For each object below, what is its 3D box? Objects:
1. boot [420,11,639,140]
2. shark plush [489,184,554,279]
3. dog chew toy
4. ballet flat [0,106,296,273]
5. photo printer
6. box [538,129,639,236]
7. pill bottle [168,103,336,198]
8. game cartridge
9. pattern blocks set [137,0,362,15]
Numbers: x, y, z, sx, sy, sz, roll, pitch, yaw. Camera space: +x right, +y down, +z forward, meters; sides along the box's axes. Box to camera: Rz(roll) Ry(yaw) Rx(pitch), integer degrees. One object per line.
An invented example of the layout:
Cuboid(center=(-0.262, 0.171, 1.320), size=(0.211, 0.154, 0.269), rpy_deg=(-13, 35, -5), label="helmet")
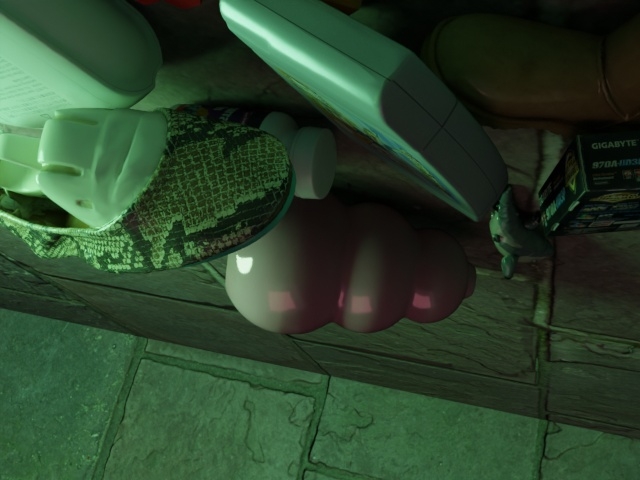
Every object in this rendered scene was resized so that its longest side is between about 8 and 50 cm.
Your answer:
Cuboid(center=(0.234, -0.154, 0.543), size=(0.236, 0.089, 0.269), rpy_deg=(8, 166, -22), label="boot")
Cuboid(center=(0.248, -0.025, 0.987), size=(0.067, 0.073, 0.161), rpy_deg=(-13, 130, 18), label="shark plush")
Cuboid(center=(0.043, 0.035, 1.057), size=(0.331, 0.207, 0.206), rpy_deg=(8, 161, -3), label="dog chew toy")
Cuboid(center=(-0.239, -0.058, 0.802), size=(0.182, 0.164, 0.482), rpy_deg=(33, 158, -36), label="ballet flat")
Cuboid(center=(-0.323, -0.214, 0.751), size=(0.256, 0.107, 0.307), rpy_deg=(-2, 156, 39), label="photo printer")
Cuboid(center=(0.317, -0.051, 0.685), size=(0.220, 0.051, 0.175), rpy_deg=(-5, 168, 5), label="box")
Cuboid(center=(-0.085, -0.097, 0.900), size=(0.193, 0.108, 0.108), rpy_deg=(8, 160, 19), label="pill bottle")
Cuboid(center=(0.058, -0.106, 0.666), size=(0.198, 0.062, 0.297), rpy_deg=(42, -174, 28), label="game cartridge")
Cuboid(center=(-0.050, -0.252, 0.560), size=(0.324, 0.026, 0.285), rpy_deg=(9, 161, 17), label="pattern blocks set")
